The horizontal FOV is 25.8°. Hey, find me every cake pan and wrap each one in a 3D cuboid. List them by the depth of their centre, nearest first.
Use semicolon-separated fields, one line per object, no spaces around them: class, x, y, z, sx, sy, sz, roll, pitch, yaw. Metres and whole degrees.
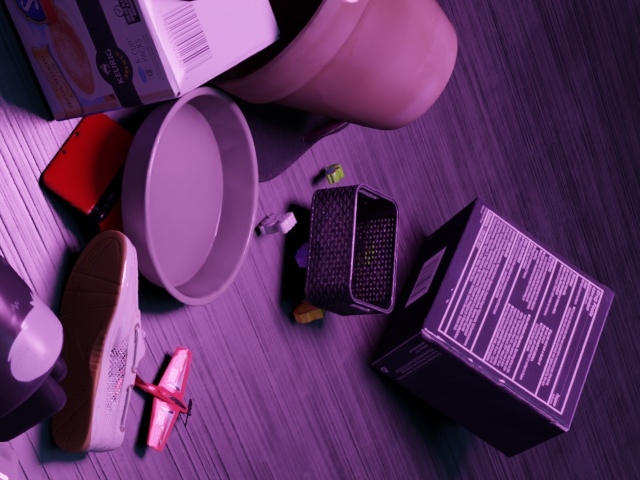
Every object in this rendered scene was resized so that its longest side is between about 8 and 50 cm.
cake pan;-0.174;-0.060;1.875;0.293;0.054;0.293;-17;109;-62

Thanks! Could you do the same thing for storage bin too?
storage bin;0.048;0.016;2.097;0.122;0.084;0.180;23;68;-52

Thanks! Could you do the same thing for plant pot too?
plant pot;0.032;-0.299;1.954;0.280;0.323;0.323;27;64;-35

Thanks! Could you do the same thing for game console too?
game console;-0.285;-0.074;1.818;0.124;0.085;0.144;89;24;-50

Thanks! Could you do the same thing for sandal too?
sandal;0.008;-0.226;2.137;0.446;0.107;0.167;-49;122;-42

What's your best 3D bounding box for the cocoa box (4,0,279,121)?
cocoa box;-0.249;-0.356;1.727;0.231;0.228;0.347;-40;116;-47

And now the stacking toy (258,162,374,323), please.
stacking toy;0.000;0.000;2.148;0.221;0.052;0.167;-46;122;-47

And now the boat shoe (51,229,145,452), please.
boat shoe;-0.266;0.128;1.754;0.096;0.098;0.277;16;82;-50

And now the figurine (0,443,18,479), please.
figurine;-0.447;0.295;1.508;0.209;0.092;0.215;34;59;-40

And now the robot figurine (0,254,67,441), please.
robot figurine;-0.397;0.095;1.527;0.173;0.209;0.278;-51;123;-24

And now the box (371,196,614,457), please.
box;0.285;0.146;2.299;0.294;0.183;0.296;34;55;-10

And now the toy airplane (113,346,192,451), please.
toy airplane;-0.221;0.201;1.851;0.151;0.028;0.151;13;74;-51
